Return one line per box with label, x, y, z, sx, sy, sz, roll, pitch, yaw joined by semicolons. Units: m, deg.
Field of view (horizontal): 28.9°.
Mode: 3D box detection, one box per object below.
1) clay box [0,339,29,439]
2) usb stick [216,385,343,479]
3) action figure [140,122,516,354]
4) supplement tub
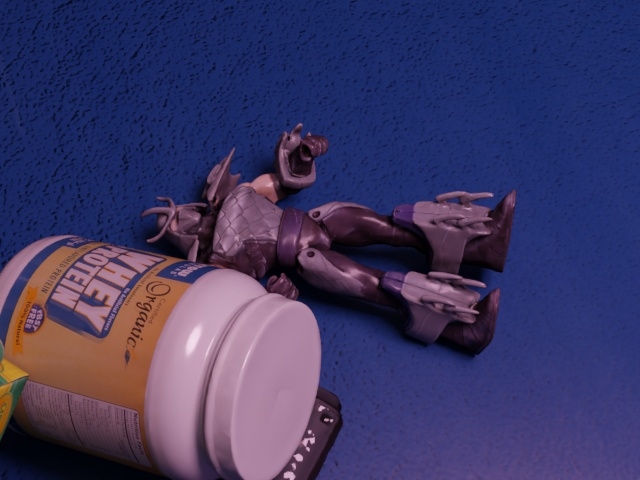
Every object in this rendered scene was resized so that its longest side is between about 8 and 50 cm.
clay box;-0.279;0.127;0.808;0.127;0.053;0.222;31;104;14
usb stick;-0.070;0.214;0.848;0.077;0.045;0.278;17;58;22
action figure;0.000;0.000;0.955;0.284;0.099;0.185;9;64;6
supplement tub;-0.115;0.081;0.842;0.199;0.144;0.144;11;57;24
